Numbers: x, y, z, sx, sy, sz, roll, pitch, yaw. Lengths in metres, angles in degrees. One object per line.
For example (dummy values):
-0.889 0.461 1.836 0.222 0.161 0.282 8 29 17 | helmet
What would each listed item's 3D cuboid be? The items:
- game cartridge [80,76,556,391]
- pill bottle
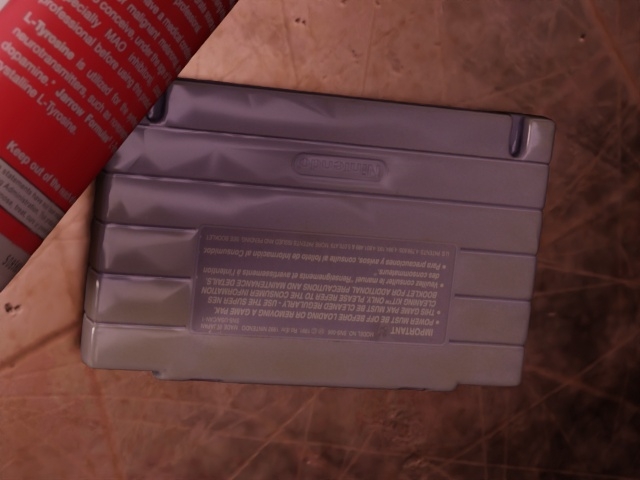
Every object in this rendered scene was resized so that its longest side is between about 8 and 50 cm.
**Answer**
0.000 0.000 1.148 0.355 0.068 0.230 5 101 -18 | game cartridge
-0.183 -0.177 0.967 0.229 0.229 0.407 41 83 -19 | pill bottle
